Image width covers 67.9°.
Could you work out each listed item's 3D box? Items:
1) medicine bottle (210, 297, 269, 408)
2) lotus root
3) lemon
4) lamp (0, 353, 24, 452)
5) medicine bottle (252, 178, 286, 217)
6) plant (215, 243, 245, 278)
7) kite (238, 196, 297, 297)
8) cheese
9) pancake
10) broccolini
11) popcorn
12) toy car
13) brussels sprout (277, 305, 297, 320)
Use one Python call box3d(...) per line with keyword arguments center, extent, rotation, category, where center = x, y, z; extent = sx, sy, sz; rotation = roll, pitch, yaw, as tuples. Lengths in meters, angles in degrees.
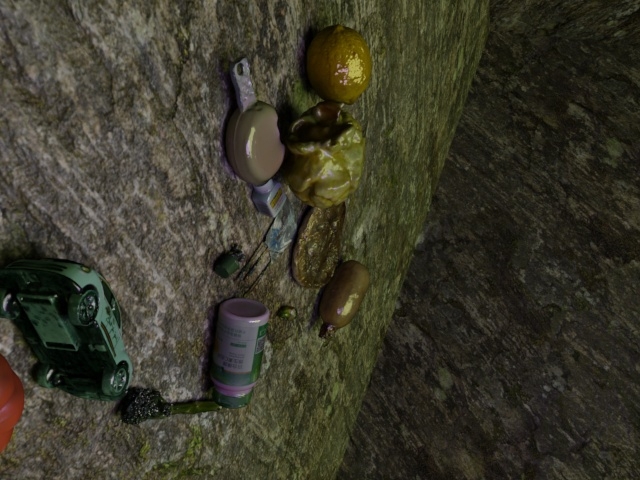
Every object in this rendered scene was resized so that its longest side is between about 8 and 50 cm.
box3d(center=(-0.217, 0.300, 1.253), extent=(0.133, 0.133, 0.274), rotation=(-22, 126, -61), category="medicine bottle")
box3d(center=(0.087, 0.233, 1.863), extent=(0.343, 0.151, 0.169), rotation=(-64, 155, -26), category="lotus root")
box3d(center=(0.048, -0.461, 1.254), extent=(0.181, 0.180, 0.193), rotation=(-65, 157, -16), category="lemon")
box3d(center=(-0.470, 0.216, 0.586), extent=(0.187, 0.163, 0.188), rotation=(-42, 140, -48), category="lamp")
box3d(center=(-0.137, -0.123, 1.226), extent=(0.074, 0.055, 0.118), rotation=(-60, 154, -24), category="medicine bottle")
box3d(center=(-0.217, 0.048, 1.178), extent=(0.102, 0.051, 0.051), rotation=(-56, 153, -45), category="plant")
box3d(center=(-0.142, 0.031, 1.377), extent=(0.310, 0.015, 0.169), rotation=(-60, 155, -28), category="kite")
box3d(center=(-0.152, -0.263, 1.059), extent=(0.163, 0.082, 0.286), rotation=(-53, 150, -41), category="cheese")
box3d(center=(0.002, 0.000, 1.621), extent=(0.356, 0.065, 0.356), rotation=(-50, 150, -44), category="pancake")
box3d(center=(-0.327, 0.400, 1.147), extent=(0.079, 0.074, 0.392), rotation=(-62, 155, -5), category="broccolini")
box3d(center=(0.008, -0.222, 1.221), extent=(0.258, 0.224, 0.270), rotation=(-106, -154, -74), category="popcorn")
box3d(center=(-0.388, 0.137, 0.761), extent=(0.125, 0.136, 0.306), rotation=(-79, 170, -49), category="toy car")
box3d(center=(-0.107, 0.239, 1.566), extent=(0.083, 0.046, 0.051), rotation=(34, 69, -65), category="brussels sprout")
